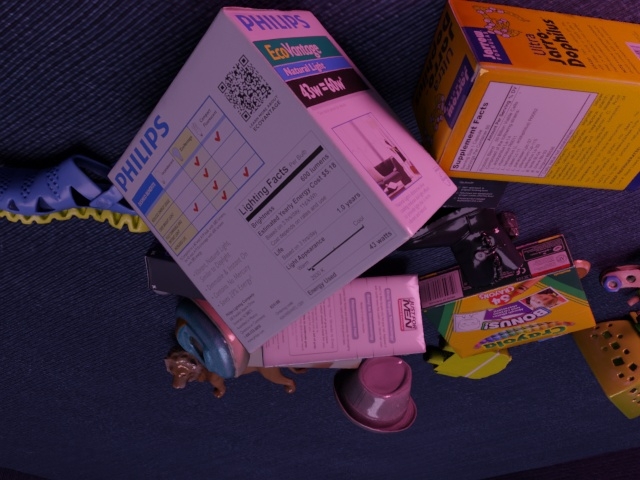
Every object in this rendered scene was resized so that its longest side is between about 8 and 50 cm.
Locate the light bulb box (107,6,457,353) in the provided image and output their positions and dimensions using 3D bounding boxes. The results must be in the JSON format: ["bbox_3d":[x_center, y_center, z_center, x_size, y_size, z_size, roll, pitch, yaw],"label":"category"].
[{"bbox_3d":[-0.064,-0.087,0.799,0.358,0.225,0.361,-40,88,35],"label":"light bulb box"}]

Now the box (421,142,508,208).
[{"bbox_3d":[0.270,-0.145,0.983,0.156,0.093,0.158,1,140,-5],"label":"box"}]

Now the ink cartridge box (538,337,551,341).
[{"bbox_3d":[0.636,0.231,1.487,0.089,0.052,0.122,-26,134,24],"label":"ink cartridge box"}]

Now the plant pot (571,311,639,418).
[{"bbox_3d":[0.913,0.354,1.530,0.207,0.228,0.227,-34,131,23],"label":"plant pot"}]

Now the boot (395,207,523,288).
[{"bbox_3d":[0.289,0.023,1.131,0.247,0.094,0.207,-25,110,15],"label":"boot"}]

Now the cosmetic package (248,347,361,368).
[{"bbox_3d":[-0.040,0.243,1.372,0.297,0.153,0.129,4,140,-8],"label":"cosmetic package"}]

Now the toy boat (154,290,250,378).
[{"bbox_3d":[-0.294,0.175,1.234,0.148,0.268,0.317,-28,125,-29],"label":"toy boat"}]

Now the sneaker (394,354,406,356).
[{"bbox_3d":[0.151,0.255,1.443,0.161,0.102,0.282,-9,140,11],"label":"sneaker"}]

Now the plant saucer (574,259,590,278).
[{"bbox_3d":[0.649,0.081,1.340,0.084,0.015,0.083,-3,140,-2],"label":"plant saucer"}]

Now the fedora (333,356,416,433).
[{"bbox_3d":[0.168,0.397,1.442,0.276,0.244,0.124,-6,130,-45],"label":"fedora"}]

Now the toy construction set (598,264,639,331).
[{"bbox_3d":[0.866,0.116,1.271,0.237,0.257,0.309,-46,146,23],"label":"toy construction set"}]

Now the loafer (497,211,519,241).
[{"bbox_3d":[0.386,0.009,1.198,0.062,0.061,0.170,12,138,-19],"label":"loafer"}]

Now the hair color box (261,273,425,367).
[{"bbox_3d":[0.045,0.186,1.241,0.375,0.185,0.113,-4,172,-7],"label":"hair color box"}]

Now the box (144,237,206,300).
[{"bbox_3d":[-0.185,0.027,1.042,0.262,0.184,0.103,12,137,0],"label":"box"}]

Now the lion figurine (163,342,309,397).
[{"bbox_3d":[-0.233,0.353,1.511,0.393,0.142,0.240,-9,140,-5],"label":"lion figurine"}]

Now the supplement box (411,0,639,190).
[{"bbox_3d":[0.353,-0.222,0.822,0.357,0.195,0.194,4,139,-10],"label":"supplement box"}]

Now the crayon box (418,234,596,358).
[{"bbox_3d":[0.476,0.160,1.340,0.363,0.106,0.313,-20,137,23],"label":"crayon box"}]

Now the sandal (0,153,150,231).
[{"bbox_3d":[-0.453,-0.105,0.965,0.318,0.126,0.138,2,136,-19],"label":"sandal"}]

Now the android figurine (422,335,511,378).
[{"bbox_3d":[0.463,0.358,1.620,0.273,0.056,0.248,14,136,-19],"label":"android figurine"}]
